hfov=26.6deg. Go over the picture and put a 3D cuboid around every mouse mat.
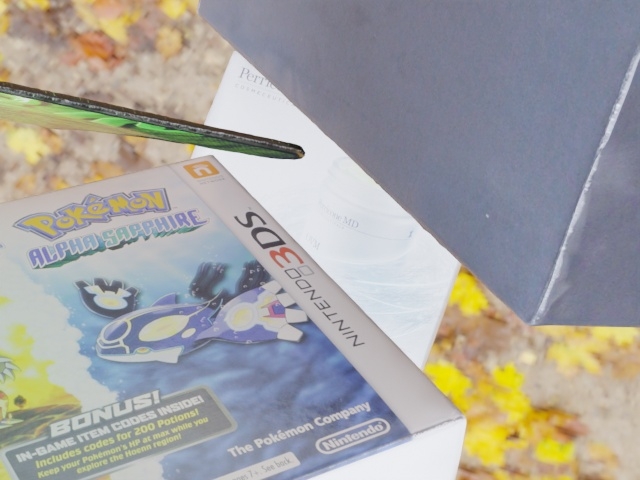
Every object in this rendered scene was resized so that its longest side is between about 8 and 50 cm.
[{"bbox_3d":[-0.115,-0.044,0.403,0.153,0.007,0.190,9,180,-39],"label":"mouse mat"}]

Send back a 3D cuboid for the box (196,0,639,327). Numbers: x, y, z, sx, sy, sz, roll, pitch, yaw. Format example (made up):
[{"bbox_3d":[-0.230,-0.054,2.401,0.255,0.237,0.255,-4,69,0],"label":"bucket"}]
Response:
[{"bbox_3d":[0.156,-0.113,0.648,0.313,0.343,0.179,5,115,-30],"label":"box"}]

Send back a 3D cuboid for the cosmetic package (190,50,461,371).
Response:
[{"bbox_3d":[0.000,0.000,1.084,0.224,0.224,0.138,19,168,5],"label":"cosmetic package"}]

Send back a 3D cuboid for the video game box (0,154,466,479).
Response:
[{"bbox_3d":[-0.083,0.050,0.485,0.187,0.205,0.048,43,138,43],"label":"video game box"}]
